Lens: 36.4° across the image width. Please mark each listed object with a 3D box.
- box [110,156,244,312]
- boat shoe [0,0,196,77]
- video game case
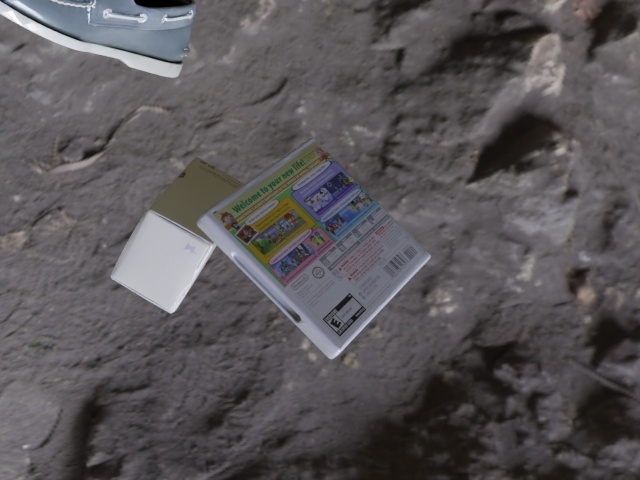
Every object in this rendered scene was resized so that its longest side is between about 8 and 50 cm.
[{"bbox_3d":[-0.179,-0.016,1.294,0.094,0.113,0.275,31,17,-4],"label":"box"},{"bbox_3d":[-0.251,-0.261,1.056,0.319,0.116,0.099,8,114,-59],"label":"boat shoe"},{"bbox_3d":[0.000,0.000,1.030,0.193,0.023,0.212,45,42,4],"label":"video game case"}]
